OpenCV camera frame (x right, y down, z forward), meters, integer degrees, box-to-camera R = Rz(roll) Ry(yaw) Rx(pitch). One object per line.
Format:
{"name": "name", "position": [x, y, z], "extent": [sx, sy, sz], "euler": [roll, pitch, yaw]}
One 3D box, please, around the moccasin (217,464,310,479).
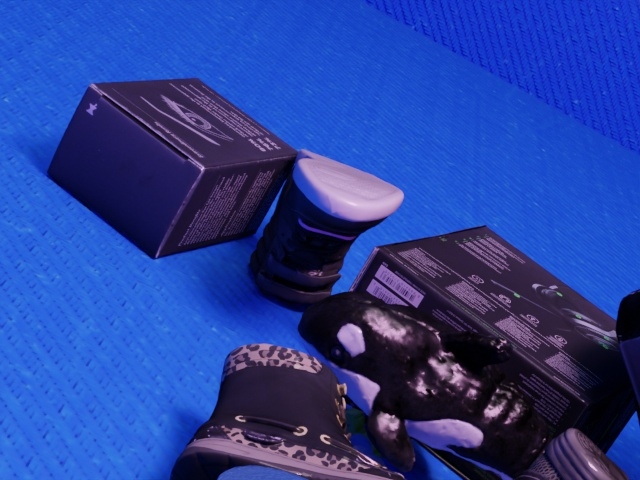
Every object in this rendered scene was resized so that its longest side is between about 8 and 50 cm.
{"name": "moccasin", "position": [0.034, 0.276, 0.912], "extent": [0.138, 0.117, 0.342], "euler": [-6, 37, -46]}

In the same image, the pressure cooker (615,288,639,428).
{"name": "pressure cooker", "position": [0.472, 0.191, 1.267], "extent": [0.375, 0.370, 0.420], "euler": [23, 49, -79]}

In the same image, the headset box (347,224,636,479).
{"name": "headset box", "position": [0.177, 0.111, 1.468], "extent": [0.246, 0.131, 0.283], "euler": [37, 21, 20]}

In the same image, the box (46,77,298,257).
{"name": "box", "position": [-0.144, -0.078, 1.511], "extent": [0.153, 0.108, 0.207], "euler": [37, 22, 19]}

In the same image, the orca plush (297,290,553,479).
{"name": "orca plush", "position": [0.121, 0.126, 1.208], "extent": [0.287, 0.102, 0.151], "euler": [46, 41, 5]}

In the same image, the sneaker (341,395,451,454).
{"name": "sneaker", "position": [0.053, 0.147, 1.316], "extent": [0.170, 0.074, 0.063], "euler": [11, -8, 6]}

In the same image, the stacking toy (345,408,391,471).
{"name": "stacking toy", "position": [0.060, 0.211, 1.186], "extent": [0.221, 0.052, 0.167], "euler": [38, 22, 23]}

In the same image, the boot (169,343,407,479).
{"name": "boot", "position": [0.019, 0.160, 1.106], "extent": [0.236, 0.085, 0.178], "euler": [17, 25, -2]}

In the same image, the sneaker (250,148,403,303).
{"name": "sneaker", "position": [0.000, 0.000, 1.432], "extent": [0.104, 0.147, 0.296], "euler": [19, 5, -7]}

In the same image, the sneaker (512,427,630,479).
{"name": "sneaker", "position": [0.190, 0.229, 1.135], "extent": [0.227, 0.130, 0.087], "euler": [40, 16, -51]}
